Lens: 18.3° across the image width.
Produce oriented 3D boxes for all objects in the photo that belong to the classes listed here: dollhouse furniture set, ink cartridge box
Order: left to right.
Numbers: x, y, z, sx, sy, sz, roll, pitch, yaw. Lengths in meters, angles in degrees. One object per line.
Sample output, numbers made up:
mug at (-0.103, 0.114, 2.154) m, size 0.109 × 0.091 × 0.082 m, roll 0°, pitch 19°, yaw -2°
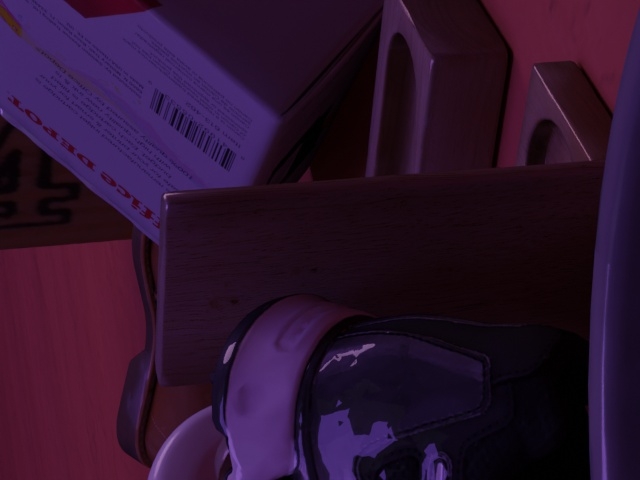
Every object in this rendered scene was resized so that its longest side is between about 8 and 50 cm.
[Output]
ink cartridge box at (-0.057, -0.075, 0.757) m, size 0.127 × 0.072 × 0.175 m, roll 40°, pitch 158°, yaw 3°
dollhouse furniture set at (0.000, 0.000, 0.577) m, size 0.151 × 0.123 × 0.144 m, roll -112°, pitch 22°, yaw -50°

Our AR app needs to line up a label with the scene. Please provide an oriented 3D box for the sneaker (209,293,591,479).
sneaker at (0.058, 0.117, 0.469) m, size 0.106 × 0.078 × 0.234 m, roll -9°, pitch 108°, yaw 38°

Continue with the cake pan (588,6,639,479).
cake pan at (0.116, 0.059, 0.279) m, size 0.293 × 0.054 × 0.293 m, roll 175°, pitch 90°, yaw -76°

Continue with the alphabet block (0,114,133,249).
alphabet block at (-0.203, -0.116, 1.203) m, size 0.193 × 0.197 × 0.192 m, roll 106°, pitch 154°, yaw -56°

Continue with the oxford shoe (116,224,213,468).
oxford shoe at (-0.040, 0.028, 0.909) m, size 0.076 × 0.076 × 0.212 m, roll 32°, pitch 130°, yaw 35°

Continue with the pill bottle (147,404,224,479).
pill bottle at (-0.032, 0.144, 0.820) m, size 0.169 × 0.094 × 0.094 m, roll 104°, pitch 156°, yaw -55°
